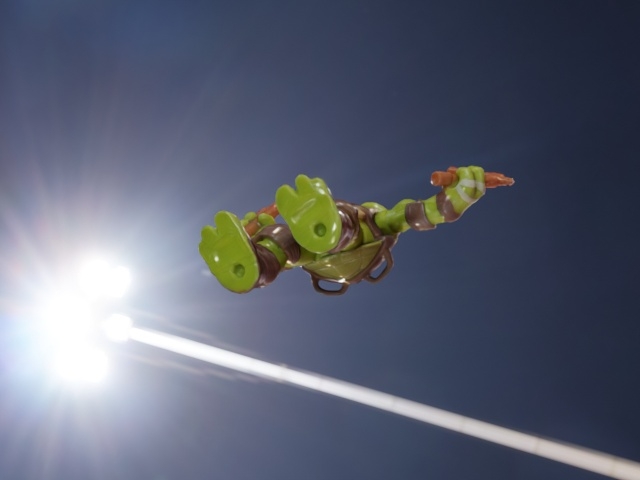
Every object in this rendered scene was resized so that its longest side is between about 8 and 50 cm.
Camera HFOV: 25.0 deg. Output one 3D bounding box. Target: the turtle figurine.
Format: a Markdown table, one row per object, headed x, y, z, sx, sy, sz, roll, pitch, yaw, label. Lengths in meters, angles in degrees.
| x | y | z | sx | sy | sz | roll | pitch | yaw | label |
| --- | --- | --- | --- | --- | --- | --- | --- | --- | --- |
| 0.000 | 0.000 | 1.094 | 0.217 | 0.270 | 0.087 | -6 | -94 | -64 | turtle figurine |
